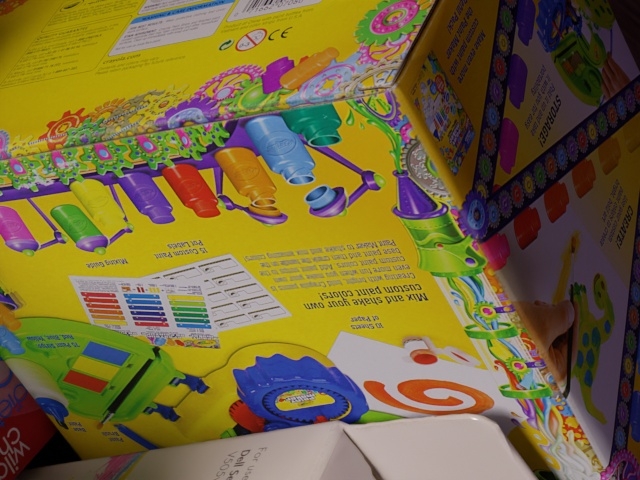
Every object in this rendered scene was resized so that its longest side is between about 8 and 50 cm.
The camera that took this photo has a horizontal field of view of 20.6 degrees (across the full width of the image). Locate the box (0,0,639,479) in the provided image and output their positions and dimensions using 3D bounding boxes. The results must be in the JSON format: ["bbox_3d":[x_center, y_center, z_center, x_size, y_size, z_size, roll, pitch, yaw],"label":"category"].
[{"bbox_3d":[0.000,0.000,0.828,0.279,0.290,0.177,59,41,-32],"label":"box"}]

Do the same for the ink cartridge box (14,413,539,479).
[{"bbox_3d":[-0.034,0.204,0.827,0.207,0.353,0.119,53,44,-26],"label":"ink cartridge box"}]

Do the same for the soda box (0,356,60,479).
[{"bbox_3d":[-0.184,0.073,0.892,0.083,0.092,0.263,61,41,-19],"label":"soda box"}]
